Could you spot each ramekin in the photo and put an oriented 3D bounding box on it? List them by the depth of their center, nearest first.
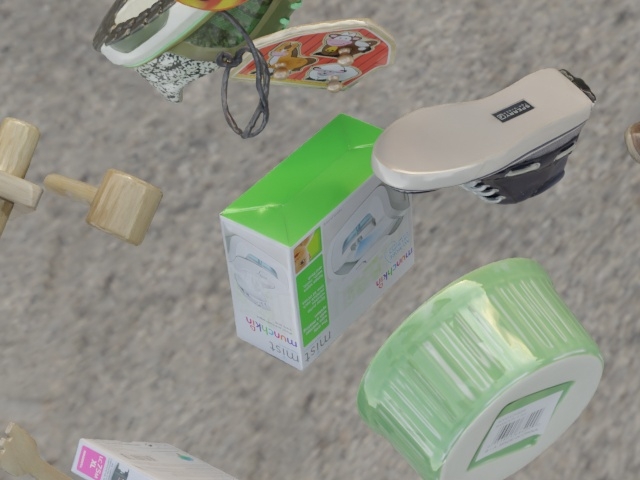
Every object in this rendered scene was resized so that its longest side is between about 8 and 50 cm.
[{"bbox_3d":[0.209,0.181,1.853,0.148,0.303,0.303,51,118,30],"label":"ramekin"}]

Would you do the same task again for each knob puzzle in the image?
[{"bbox_3d":[0.005,-0.210,1.727,0.213,0.213,0.030,-12,74,25],"label":"knob puzzle"}]

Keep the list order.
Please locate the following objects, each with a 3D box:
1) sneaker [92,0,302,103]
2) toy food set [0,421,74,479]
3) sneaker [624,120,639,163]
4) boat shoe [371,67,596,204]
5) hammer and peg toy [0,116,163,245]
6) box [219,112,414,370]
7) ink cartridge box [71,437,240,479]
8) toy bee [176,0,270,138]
[{"bbox_3d":[-0.091,-0.309,1.956,0.410,0.158,0.182,-22,131,20],"label":"sneaker"},{"bbox_3d":[-0.222,0.218,0.926,0.038,0.132,0.192,13,65,28],"label":"toy food set"},{"bbox_3d":[0.442,-0.124,1.740,0.071,0.188,0.066,-38,59,49],"label":"sneaker"},{"bbox_3d":[0.204,-0.096,1.894,0.127,0.340,0.158,49,146,34],"label":"boat shoe"},{"bbox_3d":[-0.350,-0.056,1.389,0.361,0.266,0.127,23,81,-18],"label":"hammer and peg toy"},{"bbox_3d":[0.000,0.000,1.989,0.126,0.262,0.231,25,139,30],"label":"box"},{"bbox_3d":[-0.190,0.363,2.121,0.311,0.185,0.065,16,92,40],"label":"ink cartridge box"},{"bbox_3d":[-0.050,-0.201,0.906,0.195,0.162,0.298,24,108,49],"label":"toy bee"}]
